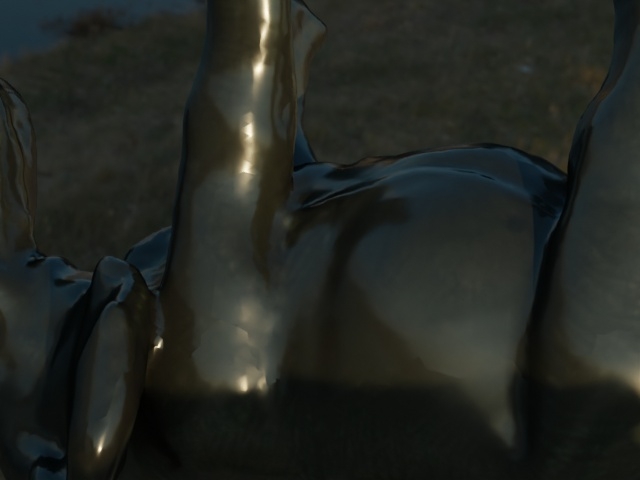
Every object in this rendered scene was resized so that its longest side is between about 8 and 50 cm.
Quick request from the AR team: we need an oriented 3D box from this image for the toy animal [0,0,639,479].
[{"bbox_3d":[-0.004,0.000,0.372,0.245,0.146,0.114,2,-2,34],"label":"toy animal"}]
